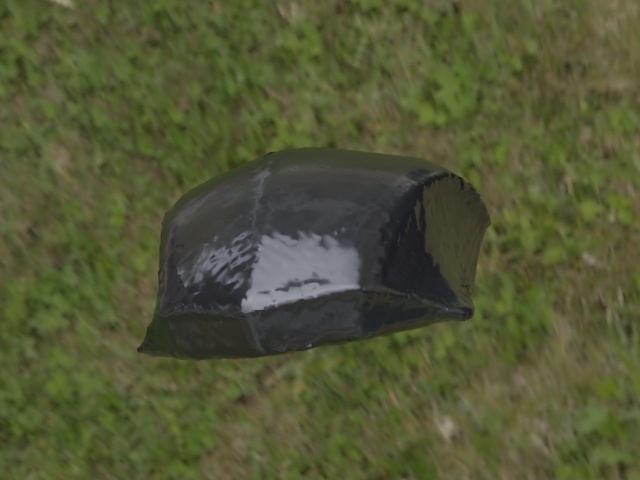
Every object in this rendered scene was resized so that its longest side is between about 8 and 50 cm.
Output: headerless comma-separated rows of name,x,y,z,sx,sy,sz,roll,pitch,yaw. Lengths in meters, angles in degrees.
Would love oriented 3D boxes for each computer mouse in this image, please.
computer mouse,0.000,0.000,0.590,0.099,0.172,0.057,-10,92,14
